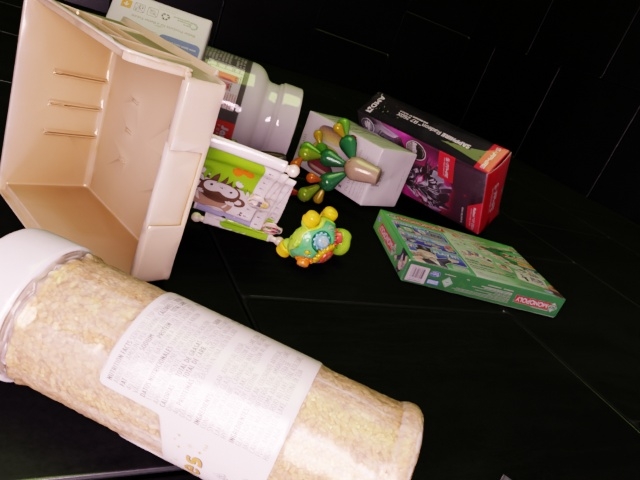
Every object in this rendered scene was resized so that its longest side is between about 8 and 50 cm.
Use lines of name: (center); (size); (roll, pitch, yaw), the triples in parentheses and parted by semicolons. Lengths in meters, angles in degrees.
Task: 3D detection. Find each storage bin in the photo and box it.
storage bin: (-0.257, -0.117, 0.625); (0.260, 0.262, 0.123); (37, 25, 34)

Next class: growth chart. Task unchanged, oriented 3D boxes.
growth chart: (-0.119, -0.067, 0.736); (0.172, 0.237, 0.021); (14, 62, -6)

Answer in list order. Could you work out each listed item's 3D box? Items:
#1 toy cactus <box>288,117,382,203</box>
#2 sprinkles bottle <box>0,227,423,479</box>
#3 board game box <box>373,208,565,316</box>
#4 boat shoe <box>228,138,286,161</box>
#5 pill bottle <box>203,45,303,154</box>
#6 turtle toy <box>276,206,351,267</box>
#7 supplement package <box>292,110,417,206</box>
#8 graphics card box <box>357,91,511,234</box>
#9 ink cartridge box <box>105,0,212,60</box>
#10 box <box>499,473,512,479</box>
toy cactus: (0.035, -0.152, 1.095); (0.181, 0.112, 0.219); (22, 57, 16)
sprinkles bottle: (-0.103, 0.112, 0.418); (0.356, 0.121, 0.121); (24, 22, 7)
board game box: (0.274, 0.040, 1.012); (0.318, 0.046, 0.213); (15, 22, -15)
boat shoe: (-0.175, -0.164, 1.034); (0.224, 0.073, 0.080); (12, 23, -11)
pill bottle: (-0.233, -0.297, 1.120); (0.363, 0.210, 0.210); (16, 23, -11)
turtle toy: (0.000, 0.000, 0.821); (0.066, 0.095, 0.130); (52, 33, 15)
supplement package: (0.074, -0.193, 1.245); (0.134, 0.139, 0.244); (-2, 30, -47)
graphics card box: (0.265, -0.191, 1.296); (0.371, 0.232, 0.094); (35, 69, 28)
ink cartridge box: (-0.321, -0.259, 0.930); (0.176, 0.069, 0.370); (15, 66, -13)
box: (0.189, 0.259, 0.473); (0.083, 0.018, 0.067); (32, 25, 26)
